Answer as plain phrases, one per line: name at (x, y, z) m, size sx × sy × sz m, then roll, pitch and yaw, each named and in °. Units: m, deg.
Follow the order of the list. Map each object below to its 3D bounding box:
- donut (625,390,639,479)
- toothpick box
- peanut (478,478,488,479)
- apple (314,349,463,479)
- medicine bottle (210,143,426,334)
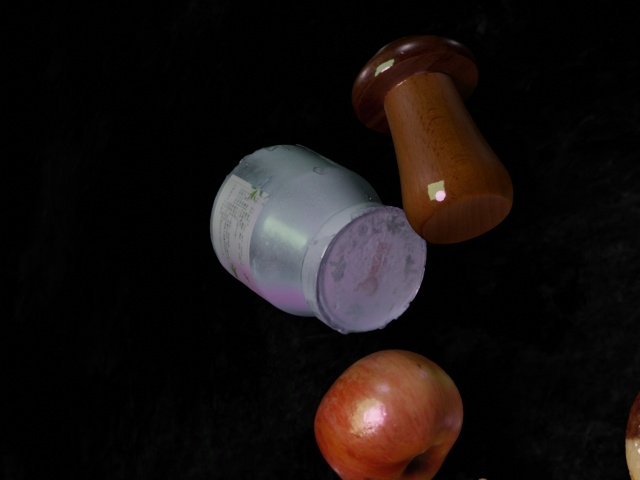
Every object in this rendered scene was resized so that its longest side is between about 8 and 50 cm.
donut at (0.396, 0.224, 1.138) m, size 0.141 × 0.085 × 0.217 m, roll -11°, pitch 72°, yaw 51°
toothpick box at (0.161, -0.151, 1.495) m, size 0.192 × 0.192 × 0.294 m, roll -40°, pitch 56°, yaw 38°
peanut at (0.213, 0.355, 1.378) m, size 0.037 × 0.037 × 0.083 m, roll -21°, pitch 65°, yaw 48°
apple at (0.098, 0.249, 1.435) m, size 0.164 × 0.209 × 0.209 m, roll 48°, pitch 117°, yaw 43°
medicine bottle at (0.000, 0.000, 1.603) m, size 0.290 × 0.245 × 0.245 m, roll 28°, pitch 102°, yaw 53°
